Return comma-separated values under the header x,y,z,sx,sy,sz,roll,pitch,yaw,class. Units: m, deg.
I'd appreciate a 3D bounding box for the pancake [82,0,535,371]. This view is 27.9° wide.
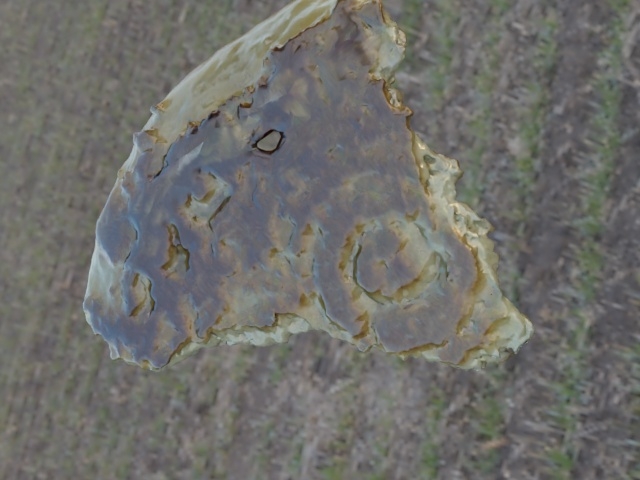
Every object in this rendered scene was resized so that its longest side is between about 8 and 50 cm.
x,y,z,sx,sy,sz,roll,pitch,yaw,class
0.000,0.000,0.686,0.057,0.244,0.266,-30,-28,-59,pancake
